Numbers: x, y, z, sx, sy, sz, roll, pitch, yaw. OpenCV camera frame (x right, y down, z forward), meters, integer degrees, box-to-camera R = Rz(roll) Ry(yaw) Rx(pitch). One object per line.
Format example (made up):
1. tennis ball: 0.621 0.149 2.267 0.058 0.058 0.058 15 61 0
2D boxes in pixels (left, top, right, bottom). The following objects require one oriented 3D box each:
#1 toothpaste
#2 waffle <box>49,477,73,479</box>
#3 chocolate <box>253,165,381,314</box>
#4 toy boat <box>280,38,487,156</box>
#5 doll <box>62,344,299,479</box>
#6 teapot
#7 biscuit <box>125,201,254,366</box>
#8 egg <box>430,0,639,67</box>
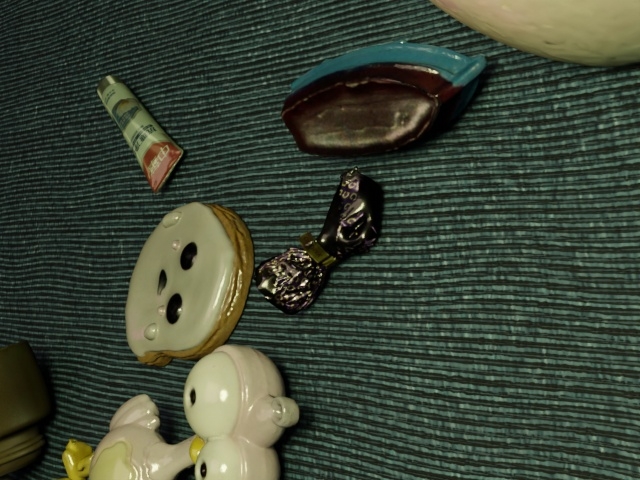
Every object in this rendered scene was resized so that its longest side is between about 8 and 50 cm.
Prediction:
1. toothpaste: -0.222 -0.136 1.640 0.062 0.039 0.239 -54 40 13
2. waffle: -0.267 0.380 1.314 0.324 0.151 0.261 -30 88 41
3. chocolate: 0.002 0.003 1.244 0.072 0.070 0.147 51 121 19
4. toy boat: 0.061 -0.133 1.208 0.223 0.100 0.097 -8 33 47
5. doll: -0.137 0.210 1.316 0.365 0.094 0.160 -31 55 45
6. teapot: -0.417 0.231 1.645 0.268 0.186 0.175 167 86 -84
7. biscuit: -0.148 0.044 1.446 0.208 0.049 0.181 -9 69 54
8. egg: 0.141 -0.333 0.957 0.354 0.340 0.354 -30 51 46
